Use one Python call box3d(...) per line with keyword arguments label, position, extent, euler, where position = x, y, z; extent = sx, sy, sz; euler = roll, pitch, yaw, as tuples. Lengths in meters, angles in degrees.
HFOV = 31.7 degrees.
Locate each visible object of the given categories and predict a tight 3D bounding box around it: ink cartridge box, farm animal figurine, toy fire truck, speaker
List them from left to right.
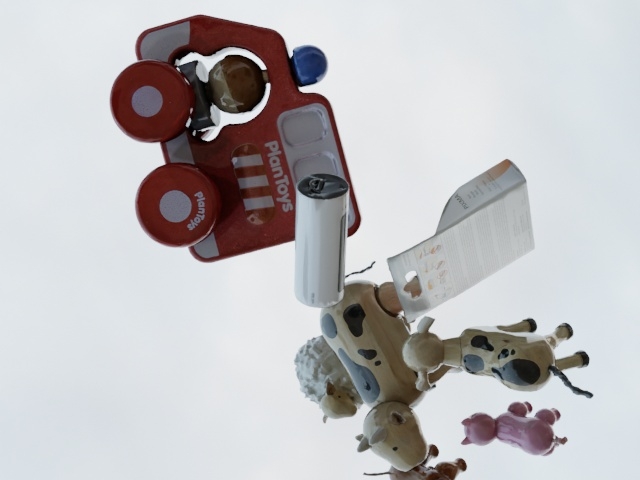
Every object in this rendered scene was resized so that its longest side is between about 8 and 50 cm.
box3d(label="toy fire truck", position=(-0.098, -0.126, 1.362), extent=(0.169, 0.254, 0.302), euler=(-18, -86, -83))
box3d(label="speaker", position=(0.000, 0.000, 1.165), extent=(0.055, 0.055, 0.136), euler=(-30, -46, -40))
box3d(label="farm animal figurine", position=(0.105, 0.161, 1.283), extent=(0.172, 0.330, 0.326), euler=(-12, -128, -42))
box3d(label="ink cartridge box", position=(0.155, 0.003, 1.278), extent=(0.179, 0.145, 0.045), euler=(-28, -126, -4))
